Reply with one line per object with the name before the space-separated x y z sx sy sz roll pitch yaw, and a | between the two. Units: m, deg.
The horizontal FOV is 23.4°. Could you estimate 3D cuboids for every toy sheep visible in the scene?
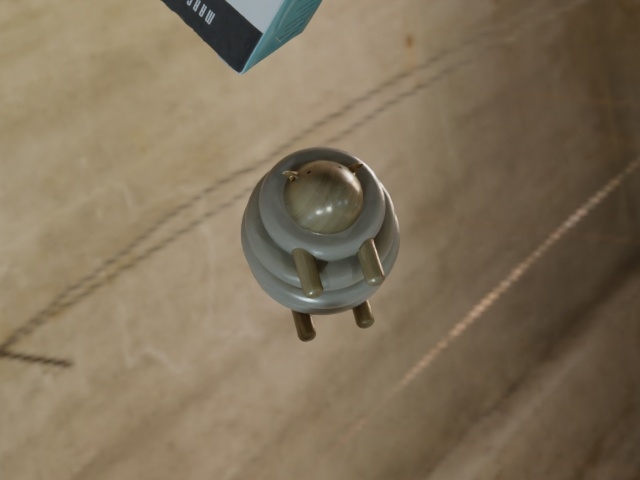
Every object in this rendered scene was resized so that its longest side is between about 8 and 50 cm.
toy sheep | 0.000 0.000 0.801 0.091 0.091 0.132 -20 159 -17

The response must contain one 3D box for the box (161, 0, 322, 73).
box | -0.008 -0.195 0.680 0.060 0.100 0.244 -40 170 -45
